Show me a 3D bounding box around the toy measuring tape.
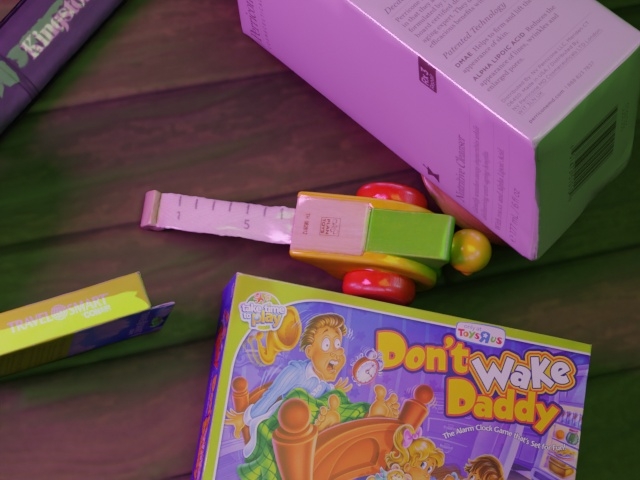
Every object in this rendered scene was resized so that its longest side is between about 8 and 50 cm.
[{"bbox_3d":[0.000,0.000,1.790,0.330,0.121,0.121,5,74,13],"label":"toy measuring tape"}]

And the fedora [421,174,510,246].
[{"bbox_3d":[0.172,-0.076,1.844,0.194,0.079,0.194,4,68,-11],"label":"fedora"}]

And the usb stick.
[{"bbox_3d":[-0.260,-0.199,1.794,0.077,0.045,0.278,39,71,0],"label":"usb stick"}]

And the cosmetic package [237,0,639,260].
[{"bbox_3d":[0.100,-0.188,1.724,0.385,0.217,0.156,38,70,24],"label":"cosmetic package"}]

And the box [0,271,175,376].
[{"bbox_3d":[-0.227,0.077,1.698,0.178,0.109,0.042,-17,79,-16],"label":"box"}]

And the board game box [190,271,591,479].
[{"bbox_3d":[0.064,0.181,1.755,0.347,0.078,0.233,11,74,-10],"label":"board game box"}]
